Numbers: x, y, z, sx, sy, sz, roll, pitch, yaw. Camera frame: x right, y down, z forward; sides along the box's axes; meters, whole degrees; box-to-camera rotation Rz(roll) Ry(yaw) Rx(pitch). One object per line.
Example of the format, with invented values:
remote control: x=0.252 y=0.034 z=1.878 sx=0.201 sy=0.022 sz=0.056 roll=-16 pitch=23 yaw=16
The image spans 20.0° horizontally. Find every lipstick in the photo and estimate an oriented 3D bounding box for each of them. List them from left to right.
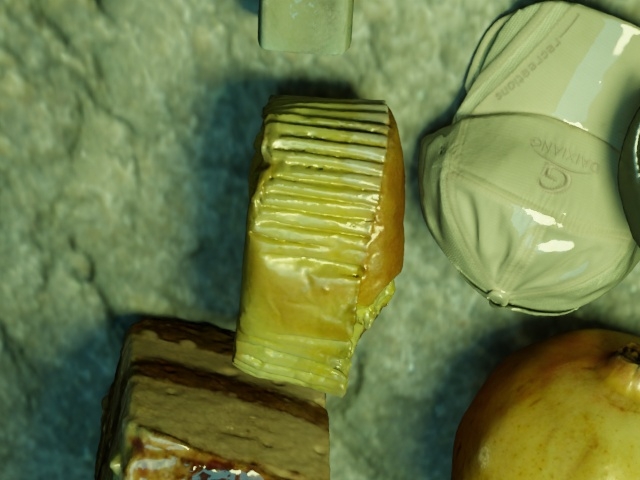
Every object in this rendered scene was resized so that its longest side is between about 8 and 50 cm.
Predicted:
lipstick: x=-0.007 y=-0.276 z=1.421 sx=0.077 sy=0.079 sz=0.253 roll=4 pitch=117 yaw=2

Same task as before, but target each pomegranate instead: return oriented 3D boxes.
pomegranate: x=0.241 y=0.199 z=1.541 sx=0.264 sy=0.264 sz=0.264 roll=2 pitch=116 yaw=4

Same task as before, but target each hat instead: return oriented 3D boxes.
hat: x=0.205 y=-0.064 z=1.481 sx=0.219 sy=0.164 sz=0.226 roll=23 pitch=134 yaw=-7

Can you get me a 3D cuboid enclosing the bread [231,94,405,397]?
bread: x=0.000 y=0.000 z=1.504 sx=0.133 sy=0.179 sz=0.250 roll=6 pitch=117 yaw=-4

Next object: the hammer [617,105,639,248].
hammer: x=0.426 y=-0.097 z=1.349 sx=0.440 sy=0.044 sz=0.168 roll=-23 pitch=87 yaw=27

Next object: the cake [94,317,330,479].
cake: x=-0.102 y=0.221 z=1.559 sx=0.198 sy=0.293 sz=0.196 roll=16 pitch=116 yaw=-8
